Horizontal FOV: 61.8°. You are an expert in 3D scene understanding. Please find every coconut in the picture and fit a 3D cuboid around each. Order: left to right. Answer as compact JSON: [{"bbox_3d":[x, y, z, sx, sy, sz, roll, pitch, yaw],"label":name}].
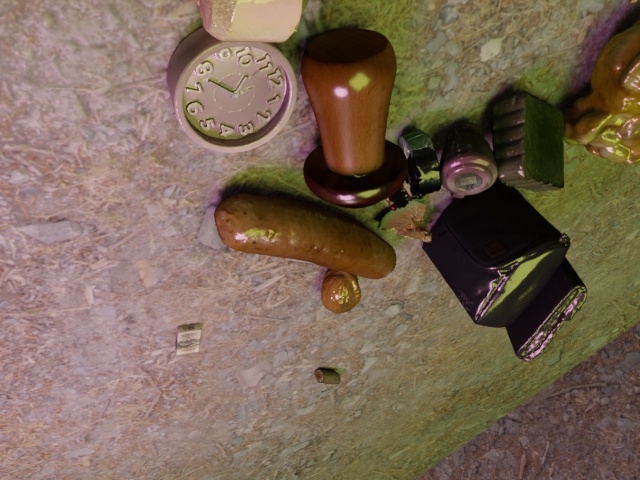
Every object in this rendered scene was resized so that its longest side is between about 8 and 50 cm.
[{"bbox_3d":[-0.084,-0.341,0.719,0.152,0.147,0.147,-8,136,-20],"label":"coconut"}]

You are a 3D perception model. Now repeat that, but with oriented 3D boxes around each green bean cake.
[{"bbox_3d":[0.444,-0.201,1.140,0.183,0.185,0.094,8,167,-41],"label":"green bean cake"}]

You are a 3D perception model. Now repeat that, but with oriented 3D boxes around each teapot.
[{"bbox_3d":[0.312,-0.167,1.125,0.116,0.146,0.148,-11,142,24],"label":"teapot"}]

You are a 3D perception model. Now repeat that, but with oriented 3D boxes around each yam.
[{"bbox_3d":[0.022,0.421,1.648,0.094,0.043,0.043,17,122,-43],"label":"yam"}]

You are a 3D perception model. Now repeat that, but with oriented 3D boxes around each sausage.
[{"bbox_3d":[0.002,-0.002,1.133,0.500,0.123,0.136,15,126,-41],"label":"sausage"}]

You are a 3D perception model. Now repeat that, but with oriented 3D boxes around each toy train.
[{"bbox_3d":[0.146,-0.122,1.123,0.050,0.087,0.138,-29,143,11],"label":"toy train"}]

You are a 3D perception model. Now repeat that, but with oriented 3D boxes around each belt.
[{"bbox_3d":[0.205,-0.158,1.099,0.058,0.105,0.140,-19,114,-5],"label":"belt"}]

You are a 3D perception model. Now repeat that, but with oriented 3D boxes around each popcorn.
[{"bbox_3d":[0.701,-0.327,1.133,0.292,0.293,0.334,20,131,11],"label":"popcorn"}]

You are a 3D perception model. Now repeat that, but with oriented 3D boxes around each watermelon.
[{"bbox_3d":[0.204,-0.047,1.253,0.155,0.080,0.101,4,123,-13],"label":"watermelon"}]

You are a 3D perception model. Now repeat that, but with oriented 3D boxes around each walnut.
[{"bbox_3d":[0.050,0.120,1.306,0.105,0.105,0.124,-9,136,-22],"label":"walnut"}]

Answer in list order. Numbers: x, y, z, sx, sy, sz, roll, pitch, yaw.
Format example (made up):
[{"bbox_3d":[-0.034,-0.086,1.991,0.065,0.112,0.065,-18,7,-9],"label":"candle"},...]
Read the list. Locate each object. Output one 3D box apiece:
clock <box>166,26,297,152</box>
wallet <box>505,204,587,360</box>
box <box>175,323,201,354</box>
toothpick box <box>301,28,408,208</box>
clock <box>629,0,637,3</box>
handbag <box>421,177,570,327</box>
[{"bbox_3d":[-0.138,-0.239,0.847,0.196,0.068,0.197,-16,138,-15],"label":"clock"},{"bbox_3d":[0.508,0.085,1.319,0.062,0.406,0.228,24,118,-11],"label":"wallet"},{"bbox_3d":[-0.316,0.236,1.270,0.054,0.024,0.083,-7,135,-26],"label":"box"},{"bbox_3d":[0.056,-0.194,0.922,0.192,0.192,0.294,-18,134,-13],"label":"toothpick box"},{"bbox_3d":[0.560,-0.562,0.898,0.235,0.096,0.308,-36,140,7],"label":"clock"},{"bbox_3d":[0.388,0.010,1.245,0.177,0.302,0.275,5,127,-26],"label":"handbag"}]
